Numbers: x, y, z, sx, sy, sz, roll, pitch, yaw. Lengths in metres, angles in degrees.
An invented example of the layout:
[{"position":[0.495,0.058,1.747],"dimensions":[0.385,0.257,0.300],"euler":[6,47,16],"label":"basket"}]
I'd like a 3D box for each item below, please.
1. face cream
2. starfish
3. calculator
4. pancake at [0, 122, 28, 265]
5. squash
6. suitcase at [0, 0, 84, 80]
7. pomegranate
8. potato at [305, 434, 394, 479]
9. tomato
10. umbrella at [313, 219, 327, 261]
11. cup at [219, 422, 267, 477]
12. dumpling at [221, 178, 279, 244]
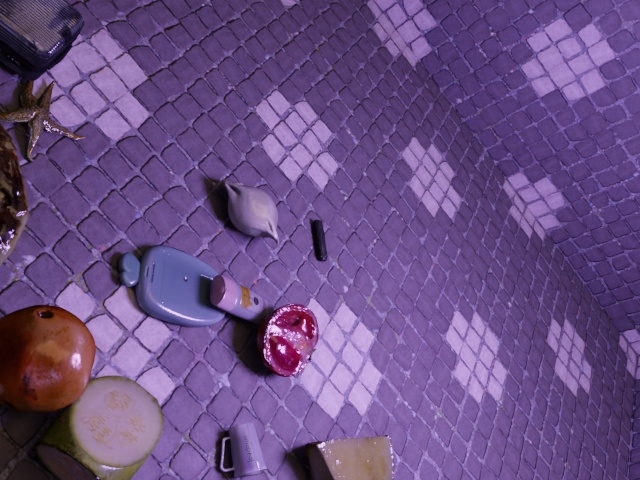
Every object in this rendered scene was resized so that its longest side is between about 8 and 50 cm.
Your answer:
[{"position":[-0.194,0.152,1.700],"dimensions":[0.198,0.057,0.084],"euler":[35,45,-51],"label":"face cream"},{"position":[-0.633,-0.276,1.535],"dimensions":[0.217,0.050,0.223],"euler":[22,59,-46],"label":"starfish"},{"position":[-0.341,0.107,1.620],"dimensions":[0.299,0.041,0.185],"euler":[26,52,-37],"label":"calculator"},{"position":[-0.725,-0.061,1.316],"dimensions":[0.305,0.067,0.426],"euler":[2,68,-37],"label":"pancake"},{"position":[-0.397,0.352,1.317],"dimensions":[0.189,0.189,0.260],"euler":[51,46,-13],"label":"squash"},{"position":[-0.701,-0.517,1.514],"dimensions":[0.312,0.128,0.202],"euler":[40,45,-19],"label":"suitcase"},{"position":[-0.522,0.214,1.256],"dimensions":[0.209,0.209,0.209],"euler":[24,53,-36],"label":"pomegranate"},{"position":[0.068,0.629,1.712],"dimensions":[0.269,0.112,0.255],"euler":[9,66,-40],"label":"potato"},{"position":[-0.099,0.251,1.743],"dimensions":[0.173,0.099,0.189],"euler":[45,57,-30],"label":"tomato"},{"position":[0.001,0.000,2.044],"dimensions":[0.036,0.031,0.133],"euler":[12,62,-40],"label":"umbrella"},{"position":[-0.185,0.487,1.564],"dimensions":[0.104,0.074,0.116],"euler":[-9,70,-19],"label":"cup"},{"position":[-0.181,-0.078,1.842],"dimensions":[0.229,0.124,0.151],"euler":[54,2,2],"label":"dumpling"}]
